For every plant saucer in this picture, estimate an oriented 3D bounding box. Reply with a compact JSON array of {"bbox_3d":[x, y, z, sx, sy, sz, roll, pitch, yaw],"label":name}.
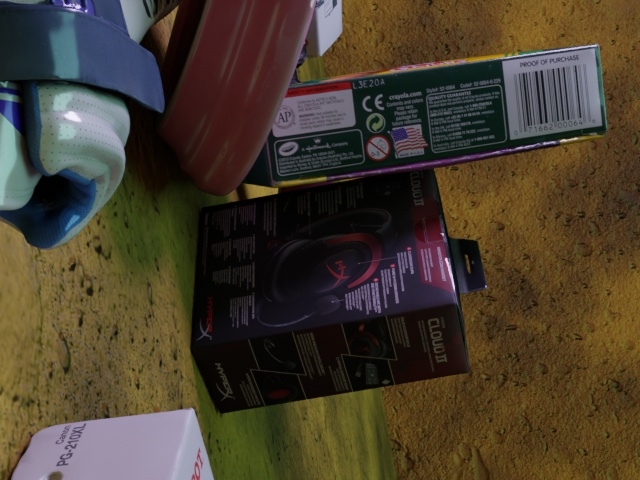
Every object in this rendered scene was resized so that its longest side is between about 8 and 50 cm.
[{"bbox_3d":[-0.082,-0.210,1.034,0.332,0.084,0.332,-164,-90,-74],"label":"plant saucer"}]

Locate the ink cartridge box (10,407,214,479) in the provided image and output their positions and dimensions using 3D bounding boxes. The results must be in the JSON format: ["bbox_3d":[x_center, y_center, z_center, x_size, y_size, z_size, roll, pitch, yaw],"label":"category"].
[{"bbox_3d":[-0.101,0.239,0.615,0.172,0.100,0.237,-85,164,-69],"label":"ink cartridge box"}]

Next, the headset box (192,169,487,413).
[{"bbox_3d":[0.024,0.045,1.159,0.218,0.293,0.110,-94,171,-48],"label":"headset box"}]

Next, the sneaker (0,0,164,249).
[{"bbox_3d":[-0.163,-0.135,0.517,0.323,0.130,0.236,80,-1,-59],"label":"sneaker"}]

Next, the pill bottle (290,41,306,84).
[{"bbox_3d":[-0.086,-0.286,1.478,0.123,0.122,0.219,-46,125,-82],"label":"pill bottle"}]

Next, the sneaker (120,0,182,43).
[{"bbox_3d":[-0.154,-0.220,0.947,0.237,0.086,0.085,-87,166,-59],"label":"sneaker"}]

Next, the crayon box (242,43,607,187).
[{"bbox_3d":[0.079,-0.139,1.238,0.313,0.362,0.106,-159,-119,-74],"label":"crayon box"}]

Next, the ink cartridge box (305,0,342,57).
[{"bbox_3d":[-0.054,-0.382,1.584,0.087,0.153,0.208,-52,150,-43],"label":"ink cartridge box"}]

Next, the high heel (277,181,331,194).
[{"bbox_3d":[0.000,0.000,1.512,0.127,0.181,0.377,-87,166,-63],"label":"high heel"}]
